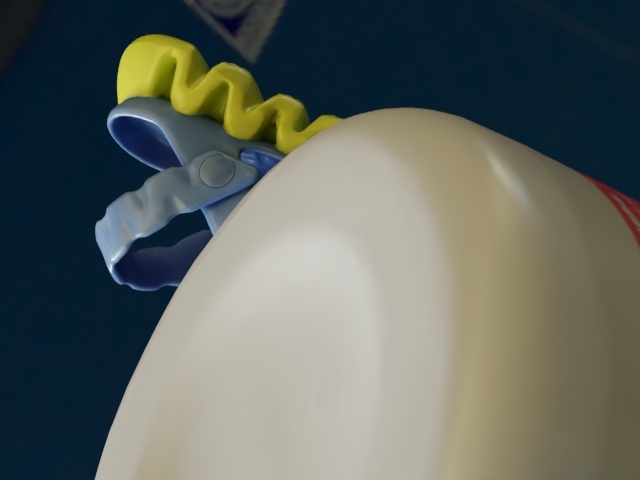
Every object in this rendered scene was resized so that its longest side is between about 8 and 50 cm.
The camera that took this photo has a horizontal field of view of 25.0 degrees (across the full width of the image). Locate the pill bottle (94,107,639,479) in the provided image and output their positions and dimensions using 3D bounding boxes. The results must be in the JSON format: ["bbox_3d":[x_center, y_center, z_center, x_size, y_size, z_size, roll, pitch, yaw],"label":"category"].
[{"bbox_3d":[0.144,0.133,0.486,0.229,0.408,0.229,-43,-146,39],"label":"pill bottle"}]

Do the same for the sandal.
[{"bbox_3d":[0.000,0.000,0.818,0.317,0.126,0.138,20,-110,21],"label":"sandal"}]
